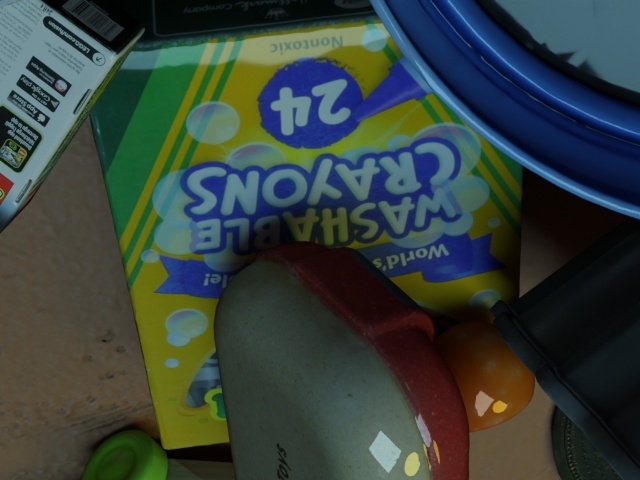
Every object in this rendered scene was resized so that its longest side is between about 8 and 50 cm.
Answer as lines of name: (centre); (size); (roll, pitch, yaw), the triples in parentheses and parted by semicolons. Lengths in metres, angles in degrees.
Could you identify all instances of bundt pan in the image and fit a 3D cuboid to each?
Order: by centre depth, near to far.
bundt pan: (0.237, 0.105, 0.705); (0.124, 0.331, 0.331); (-47, 124, 6)

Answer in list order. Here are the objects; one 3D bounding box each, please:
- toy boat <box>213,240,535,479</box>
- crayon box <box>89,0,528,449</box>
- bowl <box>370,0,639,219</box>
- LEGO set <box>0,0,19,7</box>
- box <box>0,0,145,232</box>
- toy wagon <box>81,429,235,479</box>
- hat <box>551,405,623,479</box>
toy boat: (0.043, 0.093, 0.757); (0.151, 0.151, 0.231); (-27, 137, -23)
crayon box: (0.000, 0.000, 0.797); (0.203, 0.083, 0.323); (-7, 133, -2)
bowl: (0.190, -0.192, 0.585); (0.391, 0.077, 0.391); (0, 114, -1)
LEGO set: (-0.115, -0.178, 0.545); (0.244, 0.182, 0.060); (-15, 163, 19)
box: (-0.191, -0.108, 0.648); (0.207, 0.036, 0.114); (37, 122, -5)
toy wagon: (-0.137, 0.264, 1.026); (0.344, 0.068, 0.267); (-29, 129, 17)
hat: (0.318, 0.135, 0.933); (0.331, 0.134, 0.331); (-5, 133, -5)
